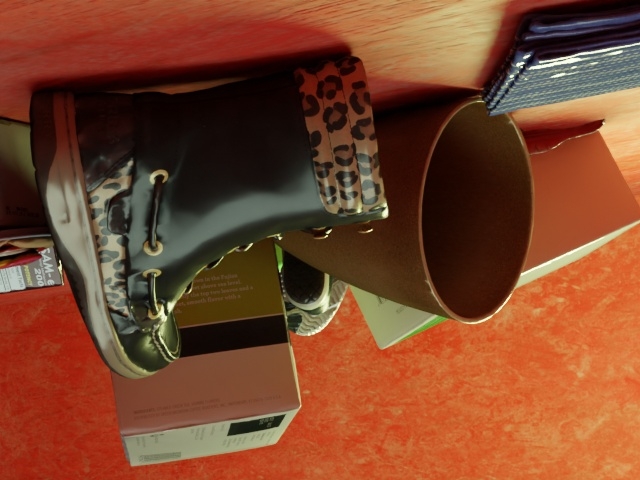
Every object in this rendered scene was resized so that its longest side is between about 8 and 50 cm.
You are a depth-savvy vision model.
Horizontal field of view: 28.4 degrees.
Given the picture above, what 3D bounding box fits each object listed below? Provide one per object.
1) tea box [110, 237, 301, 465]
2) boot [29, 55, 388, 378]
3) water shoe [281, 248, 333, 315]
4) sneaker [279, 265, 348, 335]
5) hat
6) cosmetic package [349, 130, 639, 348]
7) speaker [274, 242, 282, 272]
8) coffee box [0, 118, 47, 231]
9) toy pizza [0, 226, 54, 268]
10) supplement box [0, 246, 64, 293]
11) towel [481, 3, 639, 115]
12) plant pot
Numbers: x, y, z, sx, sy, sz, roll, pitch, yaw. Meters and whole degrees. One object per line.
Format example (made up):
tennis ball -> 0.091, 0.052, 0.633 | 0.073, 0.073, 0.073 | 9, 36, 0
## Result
tea box -> -0.169, 0.102, 1.637 | 0.220, 0.324, 0.329 | -7, 164, -9
boot -> -0.085, -0.015, 1.140 | 0.284, 0.138, 0.377 | -12, 142, -3
water shoe -> -0.016, -0.009, 1.558 | 0.073, 0.203, 0.080 | 1, 162, 10
sneaker -> 0.000, 0.000, 1.670 | 0.094, 0.235, 0.153 | 3, -171, 6
hat -> 0.218, -0.135, 1.507 | 0.208, 0.184, 0.173 | 32, -154, 11
cosmetic package -> 0.230, -0.006, 1.722 | 0.365, 0.155, 0.197 | -21, 169, -27
speaker -> -0.108, 0.009, 2.175 | 0.131, 0.131, 0.296 | -8, 176, -6
coffee box -> -0.384, -0.040, 1.119 | 0.246, 0.098, 0.141 | -10, 176, 15
toy pizza -> -0.329, 0.020, 1.131 | 0.201, 0.032, 0.201 | -9, 178, 0
supplement box -> -0.389, -0.006, 1.292 | 0.239, 0.130, 0.073 | -8, 138, -8
towel -> 0.275, -0.171, 1.140 | 0.243, 0.040, 0.336 | -10, 178, 1
plant pot -> 0.068, -0.040, 1.395 | 0.254, 0.237, 0.237 | 5, -176, 36
